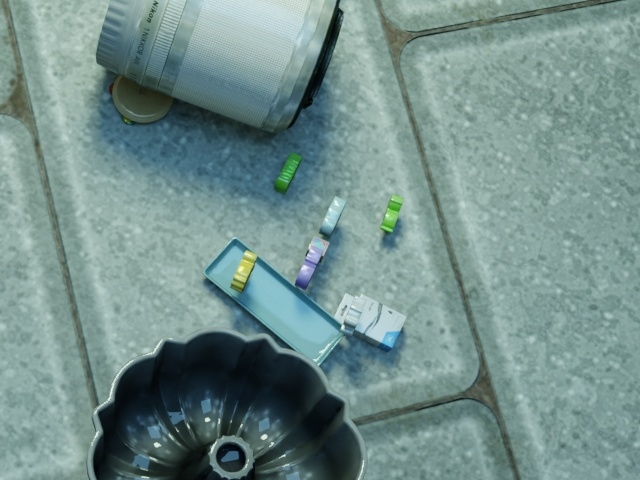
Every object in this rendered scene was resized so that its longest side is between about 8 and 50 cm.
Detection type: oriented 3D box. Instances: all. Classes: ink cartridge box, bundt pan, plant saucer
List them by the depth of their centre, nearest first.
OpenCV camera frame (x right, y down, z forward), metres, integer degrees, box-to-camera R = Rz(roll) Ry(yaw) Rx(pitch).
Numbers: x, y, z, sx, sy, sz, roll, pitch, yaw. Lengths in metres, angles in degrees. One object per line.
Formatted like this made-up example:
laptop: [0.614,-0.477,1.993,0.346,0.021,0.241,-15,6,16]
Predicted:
bundt pan: [-0.116,0.276,1.546,0.330,0.124,0.331,8,58,-13]
plant saucer: [-0.058,0.079,1.688,0.192,0.018,0.067,39,71,6]
ink cartridge box: [0.062,0.103,1.702,0.083,0.028,0.048,26,71,-1]

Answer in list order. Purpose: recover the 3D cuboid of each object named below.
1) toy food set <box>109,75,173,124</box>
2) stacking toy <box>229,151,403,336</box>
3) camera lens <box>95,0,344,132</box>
toy food set: [-0.234,-0.193,1.737,0.082,0.020,0.083,-10,77,-13]
stacking toy: [0.000,0.000,1.690,0.167,0.052,0.221,23,62,1]
camera lens: [-0.122,-0.274,1.670,0.274,0.219,0.219,20,72,-8]
